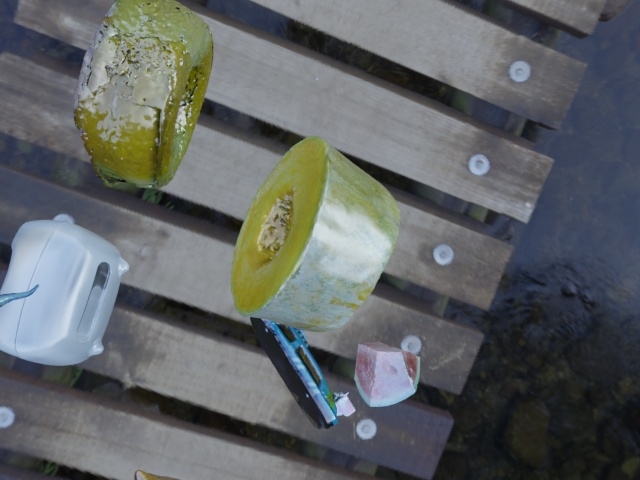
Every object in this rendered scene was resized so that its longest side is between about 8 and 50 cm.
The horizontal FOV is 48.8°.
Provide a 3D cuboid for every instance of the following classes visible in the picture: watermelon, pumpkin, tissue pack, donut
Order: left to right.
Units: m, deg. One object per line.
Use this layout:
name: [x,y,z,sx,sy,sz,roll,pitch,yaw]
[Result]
tissue pack: [-0.614,0.127,1.673,0.236,0.229,0.333,9,76,20]
donut: [-0.211,-0.186,0.917,0.107,0.272,0.272,19,102,2]
pumpkin: [0.000,0.000,1.240,0.199,0.332,0.332,20,103,-23]
watermelon: [0.078,0.170,0.915,0.072,0.084,0.092,46,60,-23]

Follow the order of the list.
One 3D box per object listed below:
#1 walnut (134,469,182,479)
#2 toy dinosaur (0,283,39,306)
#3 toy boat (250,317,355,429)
walnut: [-0.276,0.590,1.398,0.209,0.209,0.336,-29,102,6]
toy dinosaur: [-0.591,0.139,1.142,0.329,0.144,0.076,-31,100,-36]
toy boat: [-0.040,0.265,1.548,0.092,0.134,0.298,-30,87,-20]
